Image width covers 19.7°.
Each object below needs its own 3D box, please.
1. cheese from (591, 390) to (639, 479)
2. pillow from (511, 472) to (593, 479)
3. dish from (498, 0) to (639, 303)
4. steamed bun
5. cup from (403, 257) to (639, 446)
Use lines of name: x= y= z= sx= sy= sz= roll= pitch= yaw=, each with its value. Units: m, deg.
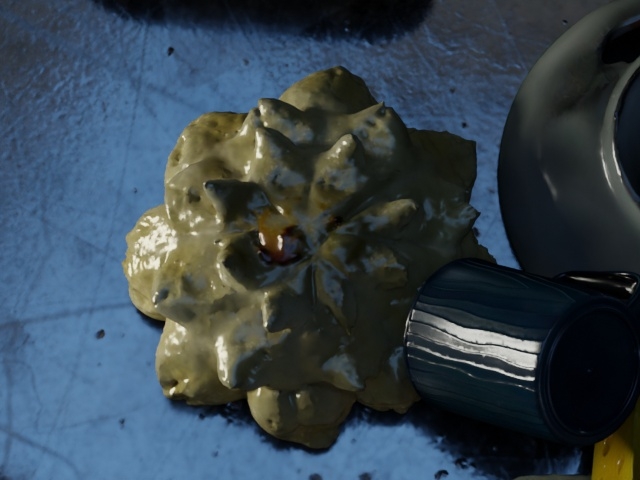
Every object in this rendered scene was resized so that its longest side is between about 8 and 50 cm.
cheese: x=0.240 y=0.156 z=1.317 sx=0.126 sy=0.093 sz=0.171 roll=34 pitch=45 yaw=6
pillow: x=0.196 y=0.282 z=1.343 sx=0.128 sy=0.051 sz=0.229 roll=-5 pitch=78 yaw=-11
dish: x=0.302 y=-0.063 z=1.395 sx=0.324 sy=0.124 sz=0.324 roll=0 pitch=76 yaw=-1
steamed bun: x=0.000 y=0.000 z=1.375 sx=0.295 sy=0.137 sz=0.292 roll=15 pitch=75 yaw=5
cup: x=0.153 y=0.064 z=1.304 sx=0.113 sy=0.138 sz=0.150 roll=39 pitch=75 yaw=-35
